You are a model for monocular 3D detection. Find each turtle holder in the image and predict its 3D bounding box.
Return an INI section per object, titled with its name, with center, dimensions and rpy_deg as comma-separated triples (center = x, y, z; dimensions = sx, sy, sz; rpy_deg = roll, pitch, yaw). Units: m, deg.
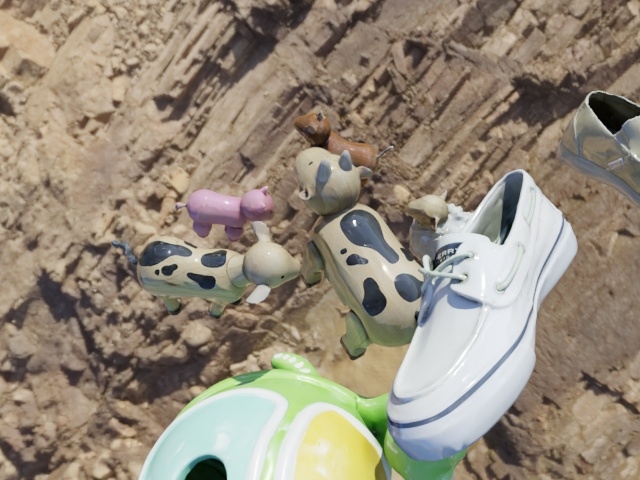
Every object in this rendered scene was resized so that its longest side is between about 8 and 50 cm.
[turtle holder]
center = -0.026, 0.260, 0.575
dimensions = 0.321, 0.227, 0.243
rpy_deg = -1, 98, 6

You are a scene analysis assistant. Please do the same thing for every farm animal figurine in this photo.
[farm animal figurine]
center = 0.000, 0.000, 0.639
dimensions = 0.327, 0.172, 0.330
rpy_deg = 41, 65, 11

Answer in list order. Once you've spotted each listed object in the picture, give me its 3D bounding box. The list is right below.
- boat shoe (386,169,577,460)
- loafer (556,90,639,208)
[boat shoe]
center = 0.093, 0.031, 0.375
dimensions = 0.083, 0.226, 0.075
rpy_deg = -24, 105, 43
[loafer]
center = 0.359, -0.091, 0.627
dimensions = 0.102, 0.092, 0.268
rpy_deg = -21, 33, -19
